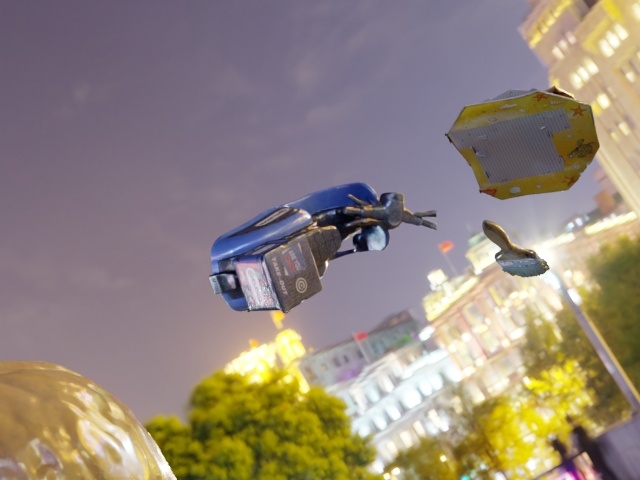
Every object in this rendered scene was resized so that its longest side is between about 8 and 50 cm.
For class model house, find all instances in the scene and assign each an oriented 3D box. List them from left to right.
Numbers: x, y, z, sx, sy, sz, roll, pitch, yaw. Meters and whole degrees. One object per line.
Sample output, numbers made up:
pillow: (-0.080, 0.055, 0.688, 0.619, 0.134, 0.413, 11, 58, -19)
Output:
model house: (0.324, -0.186, 1.333, 0.219, 0.136, 0.207, -12, -47, 32)

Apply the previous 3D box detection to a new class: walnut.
walnut: (-0.276, 0.269, 0.819, 0.332, 0.333, 0.333, -26, -18, -9)

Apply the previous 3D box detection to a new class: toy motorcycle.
toy motorcycle: (0.000, 0.000, 1.251, 0.212, 0.125, 0.358, -5, 18, 45)

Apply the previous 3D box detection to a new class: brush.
brush: (0.265, 0.011, 1.226, 0.070, 0.021, 0.196, -4, -25, 31)
